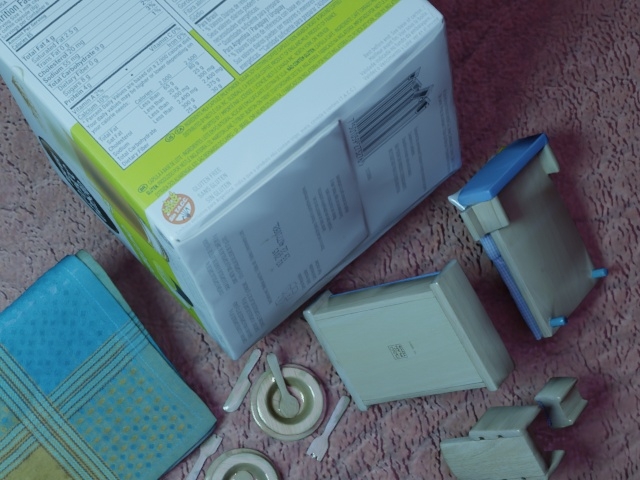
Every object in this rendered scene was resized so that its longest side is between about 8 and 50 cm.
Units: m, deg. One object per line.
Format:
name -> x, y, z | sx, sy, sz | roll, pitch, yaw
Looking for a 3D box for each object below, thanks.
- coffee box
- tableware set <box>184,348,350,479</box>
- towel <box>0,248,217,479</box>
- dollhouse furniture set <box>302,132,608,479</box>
coffee box -> -0.094, -0.146, 1.812 | 0.338, 0.338, 0.334 | -41, 68, -11
tableware set -> -0.060, 0.224, 1.944 | 0.128, 0.039, 0.194 | 28, 79, -2
towel -> -0.311, 0.220, 1.834 | 0.370, 0.040, 0.271 | -42, 119, -17
dollhouse furniture set -> 0.183, 0.077, 1.988 | 0.303, 0.198, 0.286 | -45, 112, -41
